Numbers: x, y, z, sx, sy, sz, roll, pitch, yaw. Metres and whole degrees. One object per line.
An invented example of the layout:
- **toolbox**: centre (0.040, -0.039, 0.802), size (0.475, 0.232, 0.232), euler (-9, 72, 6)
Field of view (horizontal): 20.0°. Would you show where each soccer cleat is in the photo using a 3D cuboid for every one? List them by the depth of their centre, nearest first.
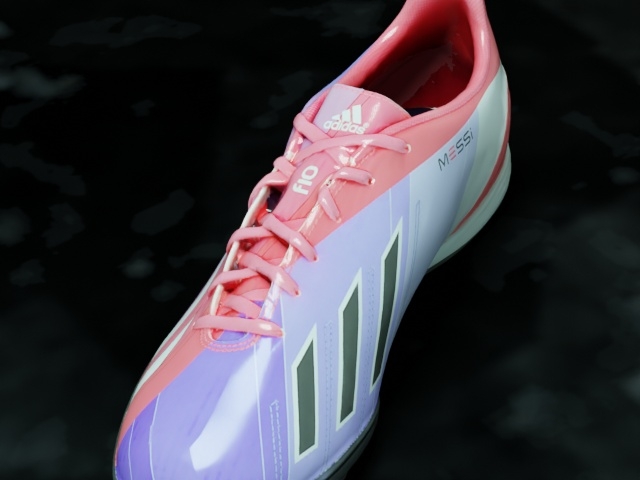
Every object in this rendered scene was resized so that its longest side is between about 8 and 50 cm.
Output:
- **soccer cleat**: centre (0.000, 0.000, 0.805), size (0.108, 0.116, 0.318), euler (16, 43, 22)
